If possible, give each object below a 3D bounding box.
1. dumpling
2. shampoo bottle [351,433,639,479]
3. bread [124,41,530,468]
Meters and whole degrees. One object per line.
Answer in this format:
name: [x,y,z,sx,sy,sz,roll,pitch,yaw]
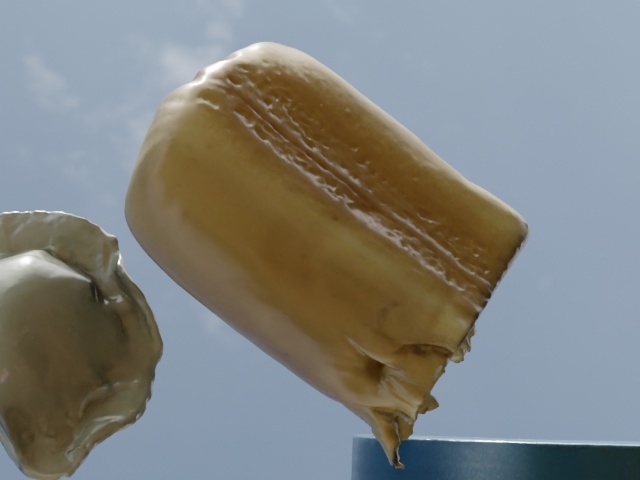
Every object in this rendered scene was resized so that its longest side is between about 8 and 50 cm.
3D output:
dumpling: [-0.167,0.062,1.235,0.127,0.108,0.188,-14,-119,-14]
shampoo bottle: [0.179,0.290,1.170,0.331,0.331,0.342,6,-97,-42]
bread: [-0.001,0.001,0.840,0.173,0.085,0.134,39,-140,0]
